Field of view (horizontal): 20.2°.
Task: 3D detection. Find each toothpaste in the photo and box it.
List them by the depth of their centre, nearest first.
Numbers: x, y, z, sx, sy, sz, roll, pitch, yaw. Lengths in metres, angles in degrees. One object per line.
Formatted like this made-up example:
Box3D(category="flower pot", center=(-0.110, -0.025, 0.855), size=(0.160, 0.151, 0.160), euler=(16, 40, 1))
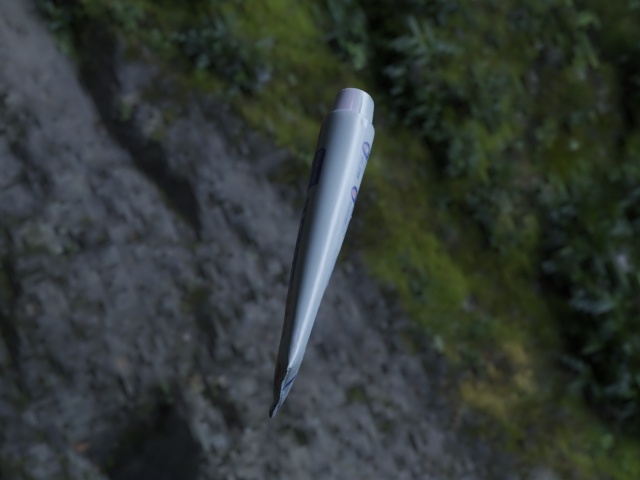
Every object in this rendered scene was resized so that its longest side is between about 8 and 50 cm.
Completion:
Box3D(category="toothpaste", center=(0.000, 0.000, 1.038), size=(0.052, 0.033, 0.218), euler=(109, -4, -55))
